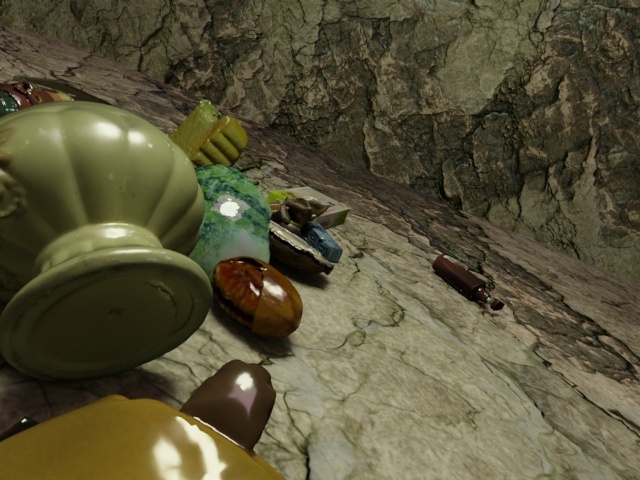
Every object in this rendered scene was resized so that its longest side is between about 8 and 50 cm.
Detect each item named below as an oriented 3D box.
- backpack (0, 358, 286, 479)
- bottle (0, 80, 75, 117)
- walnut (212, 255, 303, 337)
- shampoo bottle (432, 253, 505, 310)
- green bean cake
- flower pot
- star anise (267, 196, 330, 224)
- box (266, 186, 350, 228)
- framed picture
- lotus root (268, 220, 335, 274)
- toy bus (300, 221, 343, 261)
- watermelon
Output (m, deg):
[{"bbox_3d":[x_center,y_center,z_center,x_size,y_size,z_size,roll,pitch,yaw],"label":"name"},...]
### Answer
[{"bbox_3d":[-0.091,0.246,0.216,0.378,0.201,0.353,23,23,12],"label":"backpack"},{"bbox_3d":[-0.725,-0.319,1.109,0.143,0.156,0.271,27,14,-1],"label":"bottle"},{"bbox_3d":[-0.113,0.088,0.754,0.207,0.116,0.116,36,23,33],"label":"walnut"},{"bbox_3d":[0.430,0.126,1.312,0.068,0.067,0.236,-12,35,-27],"label":"shampoo bottle"},{"bbox_3d":[-0.343,-0.287,1.338,0.236,0.233,0.124,42,-1,45],"label":"green bean cake"},{"bbox_3d":[-0.276,0.009,0.543,0.307,0.307,0.244,3,41,-44],"label":"flower pot"},{"bbox_3d":[-0.080,-0.079,1.205,0.212,0.073,0.197,-1,15,36],"label":"star anise"},{"bbox_3d":[-0.036,-0.104,1.424,0.175,0.062,0.260,29,19,18],"label":"box"},{"bbox_3d":[-0.972,-0.566,1.717,0.289,0.016,0.213,25,20,8],"label":"framed picture"},{"bbox_3d":[-0.115,0.001,1.033,0.329,0.078,0.167,33,6,18],"label":"lotus root"},{"bbox_3d":[0.000,0.000,1.208,0.065,0.047,0.166,13,21,-31],"label":"toy bus"},{"bbox_3d":[-0.206,-0.021,0.894,0.260,0.256,0.176,27,-26,36],"label":"watermelon"}]
